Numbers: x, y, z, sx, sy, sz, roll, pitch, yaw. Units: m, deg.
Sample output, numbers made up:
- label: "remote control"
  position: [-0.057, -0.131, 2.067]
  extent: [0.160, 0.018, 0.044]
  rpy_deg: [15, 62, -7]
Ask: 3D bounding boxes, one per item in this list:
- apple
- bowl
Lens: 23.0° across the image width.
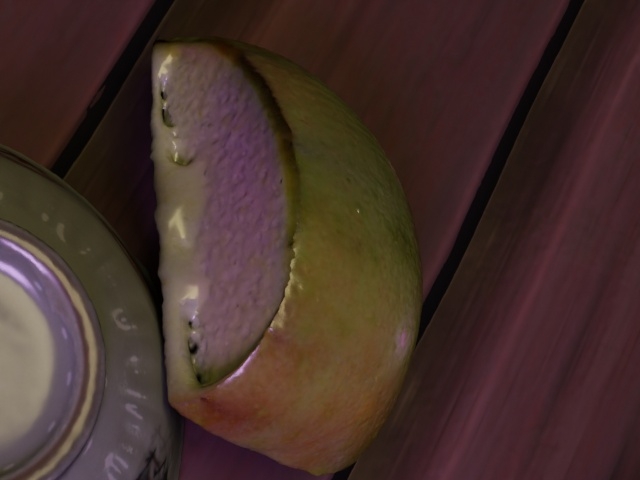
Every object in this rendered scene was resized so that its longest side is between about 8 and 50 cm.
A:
- label: "apple"
  position: [0.000, 0.000, 0.933]
  extent: [0.193, 0.120, 0.265]
  rpy_deg: [24, 50, -41]
- label: "bowl"
  position: [-0.203, 0.075, 0.812]
  extent: [0.337, 0.157, 0.337]
  rpy_deg: [7, 74, -24]
